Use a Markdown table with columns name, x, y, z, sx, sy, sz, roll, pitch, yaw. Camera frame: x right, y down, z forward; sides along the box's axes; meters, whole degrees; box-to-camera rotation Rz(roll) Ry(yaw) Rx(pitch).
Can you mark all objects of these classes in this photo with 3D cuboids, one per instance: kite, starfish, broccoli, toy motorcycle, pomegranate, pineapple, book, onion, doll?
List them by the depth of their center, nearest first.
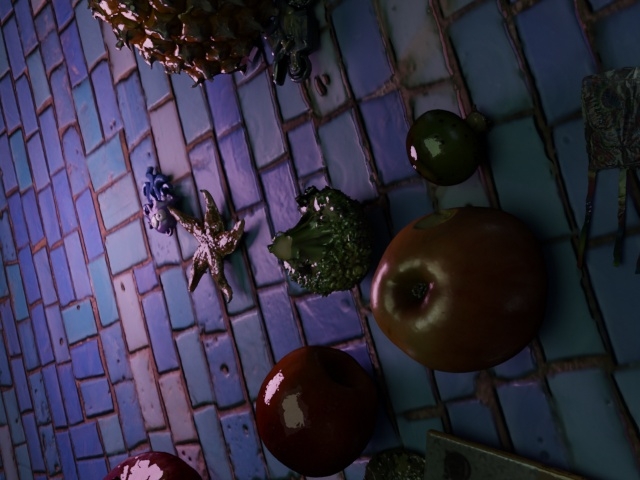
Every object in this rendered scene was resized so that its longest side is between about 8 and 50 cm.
| name | x | y | z | sx | sy | sz | roll | pitch | yaw |
| --- | --- | --- | --- | --- | --- | --- | --- | --- | --- |
| kite | 0.415 | -0.093 | 1.058 | 0.152 | 0.015 | 0.285 | 14 | 102 | 45 |
| book | 0.321 | 0.466 | 1.177 | 0.389 | 0.032 | 0.269 | 8 | 99 | 39 |
| pomegranate | 0.197 | -0.146 | 1.201 | 0.130 | 0.130 | 0.130 | 6 | 99 | 44 |
| broccoli | 0.002 | 0.000 | 1.364 | 0.226 | 0.176 | 0.198 | 0 | 91 | 30 |
| pineapple | -0.265 | -0.488 | 1.436 | 0.352 | 0.300 | 0.352 | -17 | 60 | 33 |
| toy motorcycle | -0.061 | -0.390 | 1.453 | 0.124 | 0.061 | 0.193 | 6 | 93 | 38 |
| starfish | -0.240 | 0.006 | 1.677 | 0.236 | 0.062 | 0.277 | -52 | 58 | 34 |
| onion | -0.382 | 0.674 | 1.782 | 0.348 | 0.285 | 0.347 | -13 | 52 | 17 |
| doll | -0.378 | -0.091 | 1.800 | 0.110 | 0.067 | 0.206 | -45 | 53 | 28 |

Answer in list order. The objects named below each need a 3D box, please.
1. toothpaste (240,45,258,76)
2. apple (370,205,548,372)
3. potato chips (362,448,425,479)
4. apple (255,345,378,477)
| name | x | y | z | sx | sy | sz | roll | pitch | yaw |
| --- | --- | --- | --- | --- | --- | --- | --- | --- | --- |
| toothpaste | -0.201 | -0.425 | 1.605 | 0.194 | 0.043 | 0.067 | 46 | 122 | 25 |
| apple | 0.203 | 0.069 | 1.124 | 0.242 | 0.241 | 0.242 | 7 | 100 | 47 |
| potato chips | 0.158 | 0.462 | 1.363 | 0.220 | 0.029 | 0.202 | -47 | 63 | 38 |
| apple | -0.007 | 0.304 | 1.378 | 0.218 | 0.218 | 0.201 | 46 | 117 | 31 |
